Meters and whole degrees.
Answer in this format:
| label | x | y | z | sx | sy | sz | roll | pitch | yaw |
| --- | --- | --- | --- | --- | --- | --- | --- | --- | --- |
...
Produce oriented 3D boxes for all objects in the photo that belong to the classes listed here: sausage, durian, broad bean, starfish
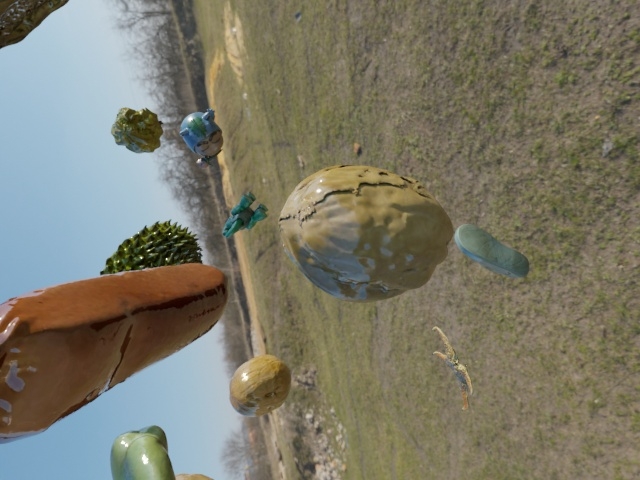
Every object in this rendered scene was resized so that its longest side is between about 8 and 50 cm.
| label | x | y | z | sx | sy | sz | roll | pitch | yaw |
| --- | --- | --- | --- | --- | --- | --- | --- | --- | --- |
| sausage | -0.186 | 0.079 | 0.403 | 0.097 | 0.094 | 0.348 | -66 | -9 | 5 |
| durian | -0.397 | 0.064 | 0.968 | 0.158 | 0.169 | 0.352 | 49 | -151 | -5 |
| broad bean | -0.310 | 0.435 | 0.727 | 0.228 | 0.100 | 0.169 | 10 | 100 | 56 |
| starfish | 0.430 | 0.405 | 1.327 | 0.138 | 0.050 | 0.247 | 89 | 166 | -48 |

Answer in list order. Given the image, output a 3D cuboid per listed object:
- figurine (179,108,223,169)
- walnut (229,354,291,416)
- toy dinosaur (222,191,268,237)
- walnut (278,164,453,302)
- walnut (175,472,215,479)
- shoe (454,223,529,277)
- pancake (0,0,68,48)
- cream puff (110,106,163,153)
| label | x | y | z | sx | sy | sz | roll | pitch | yaw |
| --- | --- | --- | --- | --- | --- | --- | --- | --- | --- |
| figurine | -0.320 | -0.278 | 1.138 | 0.144 | 0.114 | 0.178 | 66 | 167 | -13 |
| walnut | -0.207 | 0.492 | 1.394 | 0.195 | 0.222 | 0.195 | 12 | 106 | 47 |
| toy dinosaur | -0.151 | -0.036 | 0.770 | 0.059 | 0.096 | 0.132 | 44 | -165 | -12 |
| walnut | 0.060 | -0.011 | 0.582 | 0.198 | 0.245 | 0.198 | -172 | 90 | -73 |
| walnut | -0.348 | 0.803 | 1.053 | 0.383 | 0.384 | 0.383 | 170 | 90 | -77 |
| shoe | 0.379 | 0.035 | 0.937 | 0.078 | 0.195 | 0.079 | 130 | 162 | -62 |
| pancake | -0.495 | -0.394 | 0.690 | 0.029 | 0.212 | 0.235 | 46 | -148 | -28 |
| cream puff | -0.566 | -0.330 | 1.249 | 0.121 | 0.156 | 0.156 | 63 | 165 | 4 |
